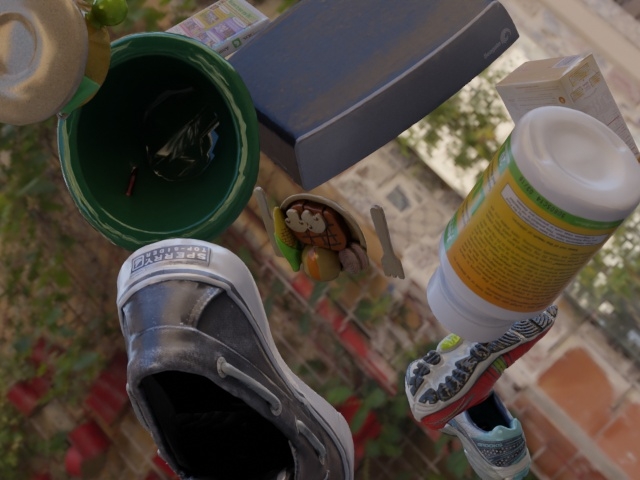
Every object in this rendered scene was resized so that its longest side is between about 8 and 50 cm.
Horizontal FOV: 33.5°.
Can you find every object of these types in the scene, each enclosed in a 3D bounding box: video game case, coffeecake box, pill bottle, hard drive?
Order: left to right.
[{"bbox_3d":[-0.187,-0.314,1.665,0.193,0.212,0.023,-31,-61,-5],"label":"video game case"},{"bbox_3d":[0.036,-0.169,0.966,0.255,0.172,0.054,-37,-34,-15],"label":"hard drive"},{"bbox_3d":[0.203,-0.005,1.072,0.136,0.136,0.245,-30,-21,-41],"label":"pill bottle"},{"bbox_3d":[0.338,-0.152,1.437,0.068,0.185,0.142,-38,19,-19],"label":"coffeecake box"}]

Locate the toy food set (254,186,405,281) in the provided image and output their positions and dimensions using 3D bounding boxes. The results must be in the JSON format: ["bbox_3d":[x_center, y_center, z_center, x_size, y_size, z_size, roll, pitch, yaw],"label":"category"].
[{"bbox_3d":[0.000,0.000,1.298,0.038,0.192,0.132,-53,-42,-37],"label":"toy food set"}]

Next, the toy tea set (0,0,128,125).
[{"bbox_3d":[-0.212,-0.132,0.664,0.336,0.200,0.124,-24,-7,20],"label":"toy tea set"}]

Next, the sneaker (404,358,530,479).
[{"bbox_3d":[0.238,0.259,1.705,0.110,0.283,0.122,-24,-50,-23],"label":"sneaker"}]

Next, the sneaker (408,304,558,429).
[{"bbox_3d":[0.238,0.176,1.583,0.279,0.107,0.118,-34,-39,-19],"label":"sneaker"}]

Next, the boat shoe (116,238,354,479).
[{"bbox_3d":[-0.045,0.129,0.664,0.108,0.102,0.301,-11,-42,7],"label":"boat shoe"}]

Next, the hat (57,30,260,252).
[{"bbox_3d":[-0.121,-0.093,0.944,0.173,0.208,0.183,-13,0,10],"label":"hat"}]
